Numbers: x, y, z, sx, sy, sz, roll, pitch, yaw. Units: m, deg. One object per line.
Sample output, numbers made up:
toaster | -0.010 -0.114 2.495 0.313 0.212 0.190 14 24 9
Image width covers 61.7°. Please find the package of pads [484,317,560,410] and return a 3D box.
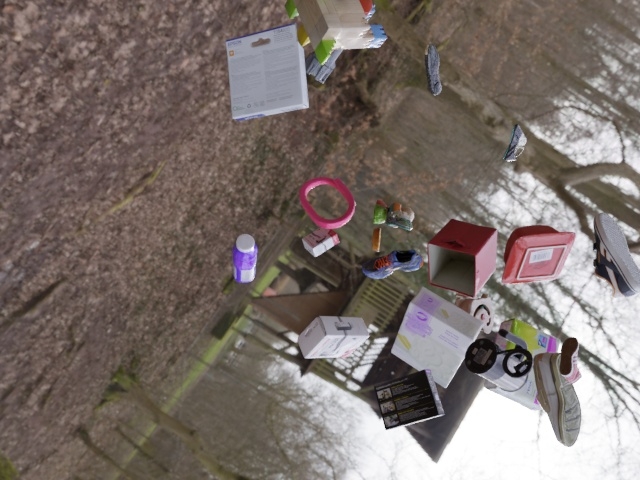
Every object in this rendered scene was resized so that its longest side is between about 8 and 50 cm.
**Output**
package of pads | 0.769 0.470 2.051 0.296 0.229 0.101 -68 -171 -20

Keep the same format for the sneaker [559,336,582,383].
sneaker | 0.660 0.317 1.406 0.042 0.067 0.118 -6 -135 45

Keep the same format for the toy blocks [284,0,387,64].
toy blocks | 0.058 -0.708 1.560 0.261 0.381 0.191 -16 169 -31

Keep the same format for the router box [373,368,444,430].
router box | 0.256 0.466 1.566 0.179 0.133 0.046 -26 155 27

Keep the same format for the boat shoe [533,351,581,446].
boat shoe | 0.773 0.517 1.763 0.103 0.113 0.302 -12 -97 56

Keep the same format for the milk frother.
milk frother | 0.424 0.285 1.197 0.129 0.135 0.143 -49 -148 15

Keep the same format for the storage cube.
storage cube | 0.515 0.057 1.939 0.193 0.184 0.215 -39 132 -39

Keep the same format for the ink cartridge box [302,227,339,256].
ink cartridge box | 0.000 0.000 2.425 0.135 0.099 0.056 -32 133 -17

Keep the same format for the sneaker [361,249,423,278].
sneaker | 0.253 0.073 1.921 0.087 0.221 0.083 64 13 -56

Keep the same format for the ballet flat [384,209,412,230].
ballet flat | 0.281 -0.077 1.913 0.070 0.070 0.188 -57 -162 -3

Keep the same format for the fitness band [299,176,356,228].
fitness band | 0.031 -0.175 2.370 0.209 0.291 0.054 -29 146 -11

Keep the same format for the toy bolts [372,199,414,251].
toy bolts | 0.304 -0.071 2.225 0.228 0.159 0.218 -66 158 -67

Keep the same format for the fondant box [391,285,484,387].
fondant box | 0.397 0.342 1.874 0.096 0.238 0.330 -43 155 -37

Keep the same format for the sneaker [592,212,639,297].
sneaker | 1.060 0.060 1.970 0.127 0.126 0.321 -46 -130 51

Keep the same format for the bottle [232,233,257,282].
bottle | -0.290 0.065 2.054 0.283 0.092 0.118 108 -19 -62

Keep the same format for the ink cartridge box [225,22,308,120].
ink cartridge box | -0.148 -0.458 1.473 0.045 0.223 0.223 -5 90 -69

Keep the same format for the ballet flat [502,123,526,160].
ballet flat | 0.824 -0.407 2.251 0.074 0.074 0.203 -57 160 -28

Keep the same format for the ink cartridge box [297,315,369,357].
ink cartridge box | 0.048 0.360 1.994 0.158 0.218 0.092 -51 -134 33

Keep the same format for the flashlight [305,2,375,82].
flashlight | 0.050 -0.683 1.783 0.304 0.103 0.103 -49 158 22

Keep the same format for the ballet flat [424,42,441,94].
ballet flat | 0.341 -0.529 1.666 0.057 0.049 0.173 -38 136 -20

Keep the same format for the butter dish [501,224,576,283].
butter dish | 0.518 0.017 1.325 0.118 0.160 0.159 -104 -168 -48

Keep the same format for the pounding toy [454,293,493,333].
pounding toy | 0.624 0.307 2.249 0.270 0.155 0.154 0 92 -45
